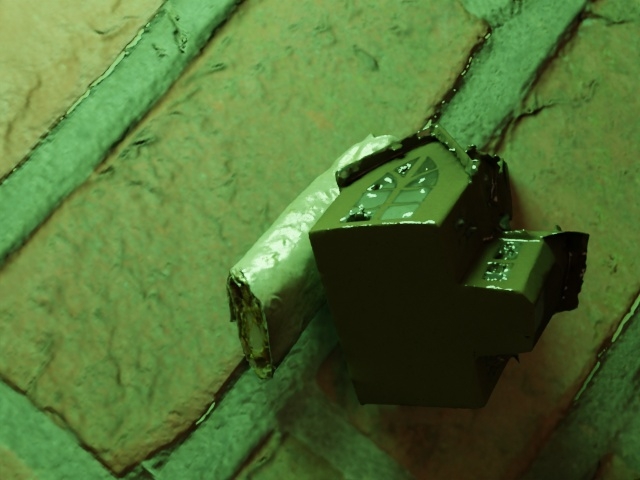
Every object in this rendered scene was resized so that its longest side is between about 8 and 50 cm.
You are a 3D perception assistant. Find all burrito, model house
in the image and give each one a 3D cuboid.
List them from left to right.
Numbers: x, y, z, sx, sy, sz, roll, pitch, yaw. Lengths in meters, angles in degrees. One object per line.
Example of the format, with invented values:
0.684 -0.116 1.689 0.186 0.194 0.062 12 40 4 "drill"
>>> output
0.000 0.000 0.844 0.226 0.060 0.087 -49 126 -26 "burrito"
0.127 -0.007 0.832 0.248 0.176 0.181 -53 134 -47 "model house"

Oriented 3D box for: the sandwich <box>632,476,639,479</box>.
0.267 0.315 0.809 0.248 0.095 0.273 -1 77 -27 "sandwich"
